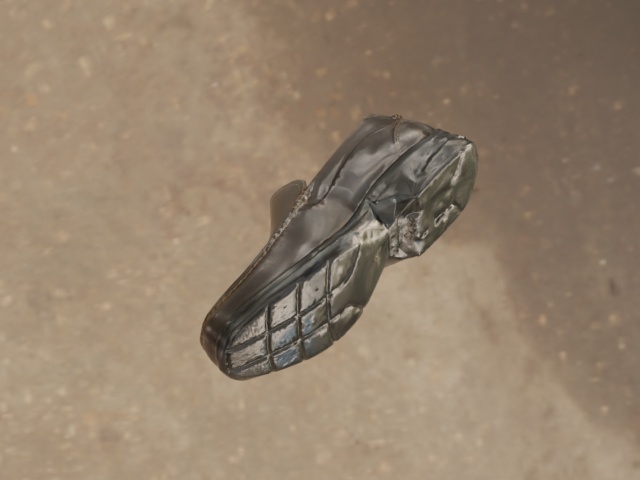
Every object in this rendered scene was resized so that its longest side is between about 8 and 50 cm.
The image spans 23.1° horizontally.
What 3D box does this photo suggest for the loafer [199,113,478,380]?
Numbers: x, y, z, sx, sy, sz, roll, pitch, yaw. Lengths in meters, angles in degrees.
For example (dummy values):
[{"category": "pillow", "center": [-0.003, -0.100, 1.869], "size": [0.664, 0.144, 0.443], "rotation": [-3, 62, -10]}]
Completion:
[{"category": "loafer", "center": [0.000, 0.000, 0.714], "size": [0.170, 0.061, 0.062], "rotation": [-39, 146, -35]}]
